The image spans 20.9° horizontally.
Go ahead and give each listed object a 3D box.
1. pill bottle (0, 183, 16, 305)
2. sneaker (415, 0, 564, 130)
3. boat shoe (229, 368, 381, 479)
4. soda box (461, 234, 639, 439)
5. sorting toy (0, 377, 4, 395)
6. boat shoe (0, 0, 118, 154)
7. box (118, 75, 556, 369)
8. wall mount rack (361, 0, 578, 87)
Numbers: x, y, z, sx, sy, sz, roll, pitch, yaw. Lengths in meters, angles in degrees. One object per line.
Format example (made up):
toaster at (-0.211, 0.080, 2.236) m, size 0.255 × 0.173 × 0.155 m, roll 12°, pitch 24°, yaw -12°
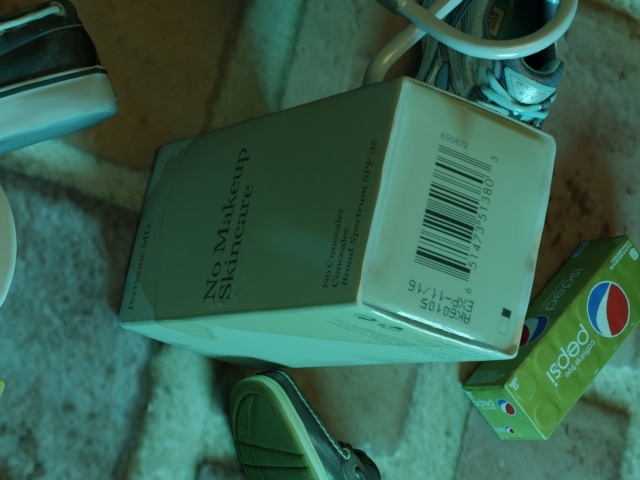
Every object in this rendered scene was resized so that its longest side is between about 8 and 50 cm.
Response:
pill bottle at (-0.271, 0.038, 0.954) m, size 0.160 × 0.283 × 0.160 m, roll 9°, pitch 69°, yaw -24°
sneaker at (0.119, -0.101, 1.324) m, size 0.110 × 0.122 × 0.283 m, roll 18°, pitch 75°, yaw -29°
boat shoe at (0.008, 0.182, 1.253) m, size 0.073 × 0.080 × 0.223 m, roll -37°, pitch 109°, yaw -35°
soda box at (0.196, 0.078, 1.390) m, size 0.181 × 0.058 × 0.061 m, roll -47°, pitch 109°, yaw -27°
sorting toy at (-0.278, 0.233, 1.082) m, size 0.196 × 0.047 × 0.347 m, roll 17°, pitch 76°, yaw -30°
boat shoe at (-0.268, -0.093, 1.088) m, size 0.306 × 0.113 × 0.105 m, roll -20°, pitch 89°, yaw -35°
box at (0.000, 0.000, 1.126) m, size 0.121 × 0.311 × 0.148 m, roll 19°, pitch 74°, yaw -29°
wall mount rack at (0.055, -0.239, 1.247) m, size 0.350 × 0.130 × 0.304 m, roll 39°, pitch 64°, yaw 18°
